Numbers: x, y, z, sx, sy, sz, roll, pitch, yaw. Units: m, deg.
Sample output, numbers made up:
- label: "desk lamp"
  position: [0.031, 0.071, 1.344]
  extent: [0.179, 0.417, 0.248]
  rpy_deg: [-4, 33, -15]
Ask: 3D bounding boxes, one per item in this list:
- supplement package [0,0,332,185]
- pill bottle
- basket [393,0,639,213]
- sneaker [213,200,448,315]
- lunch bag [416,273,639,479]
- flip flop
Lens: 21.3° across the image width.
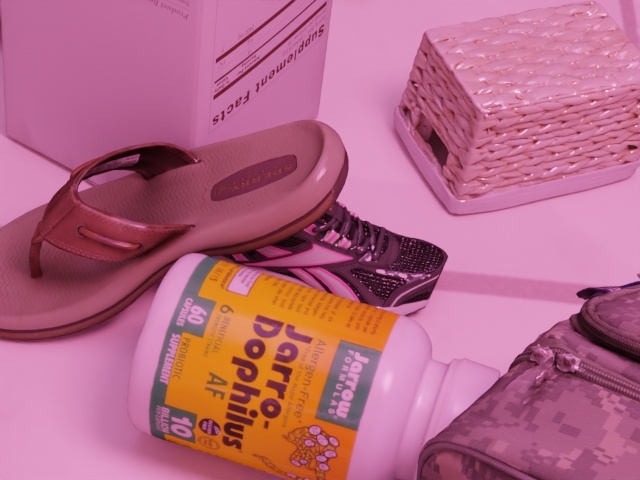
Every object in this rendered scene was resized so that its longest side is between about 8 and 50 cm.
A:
- label: "supplement package"
  position: [-0.103, -0.189, 1.184]
  extent: [0.177, 0.293, 0.175]
  rpy_deg: [28, 47, 19]
- label: "pill bottle"
  position: [-0.002, 0.090, 1.037]
  extent: [0.208, 0.117, 0.117]
  rpy_deg: [17, 44, 8]
- label: "basket"
  position: [0.155, -0.104, 1.275]
  extent: [0.167, 0.103, 0.113]
  rpy_deg: [-12, 48, -22]
- label: "sneaker"
  position: [0.000, 0.000, 1.161]
  extent: [0.178, 0.077, 0.072]
  rpy_deg: [8, 44, -1]
- label: "lunch bag"
  position: [0.232, 0.152, 0.913]
  extent: [0.305, 0.213, 0.256]
  rpy_deg: [21, 41, 37]
- label: "flip flop"
  position: [-0.118, -0.021, 1.105]
  extent: [0.277, 0.080, 0.112]
  rpy_deg: [-19, 48, 14]
